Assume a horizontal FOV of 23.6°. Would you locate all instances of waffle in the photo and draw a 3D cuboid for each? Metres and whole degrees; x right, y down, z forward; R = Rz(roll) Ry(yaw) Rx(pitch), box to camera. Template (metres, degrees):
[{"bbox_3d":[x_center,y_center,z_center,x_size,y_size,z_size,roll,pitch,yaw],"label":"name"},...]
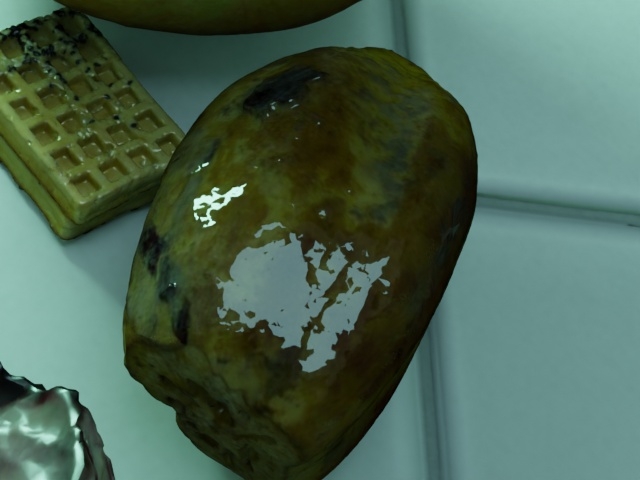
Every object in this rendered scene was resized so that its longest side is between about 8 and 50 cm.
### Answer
[{"bbox_3d":[-0.158,-0.078,0.972,0.102,0.042,0.148,-28,68,-30],"label":"waffle"}]

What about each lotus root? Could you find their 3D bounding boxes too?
[{"bbox_3d":[-0.009,-0.002,0.885,0.193,0.193,0.291,28,54,3],"label":"lotus root"}]

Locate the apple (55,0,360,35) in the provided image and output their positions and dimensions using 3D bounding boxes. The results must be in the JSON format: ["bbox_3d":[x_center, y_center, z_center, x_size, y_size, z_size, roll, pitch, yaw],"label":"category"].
[{"bbox_3d":[-0.073,-0.307,0.931,0.400,0.400,0.333,2,44,-15],"label":"apple"}]

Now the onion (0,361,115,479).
[{"bbox_3d":[-0.204,0.222,0.697,0.280,0.146,0.314,-18,43,19],"label":"onion"}]
